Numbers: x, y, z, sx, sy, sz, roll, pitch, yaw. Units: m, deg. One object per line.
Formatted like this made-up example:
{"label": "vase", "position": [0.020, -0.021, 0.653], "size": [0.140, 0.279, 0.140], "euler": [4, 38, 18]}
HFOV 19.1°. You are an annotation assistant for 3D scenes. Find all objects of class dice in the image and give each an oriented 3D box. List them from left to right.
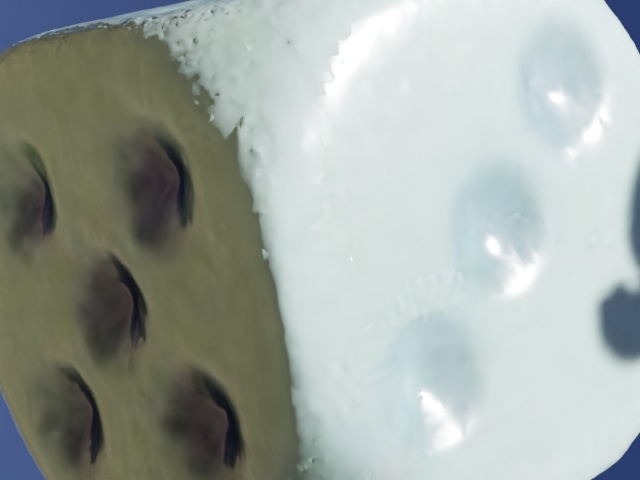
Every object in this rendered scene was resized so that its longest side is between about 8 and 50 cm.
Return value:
{"label": "dice", "position": [0.000, 0.000, 0.947], "size": [0.264, 0.268, 0.263], "euler": [-1, -79, 51]}
